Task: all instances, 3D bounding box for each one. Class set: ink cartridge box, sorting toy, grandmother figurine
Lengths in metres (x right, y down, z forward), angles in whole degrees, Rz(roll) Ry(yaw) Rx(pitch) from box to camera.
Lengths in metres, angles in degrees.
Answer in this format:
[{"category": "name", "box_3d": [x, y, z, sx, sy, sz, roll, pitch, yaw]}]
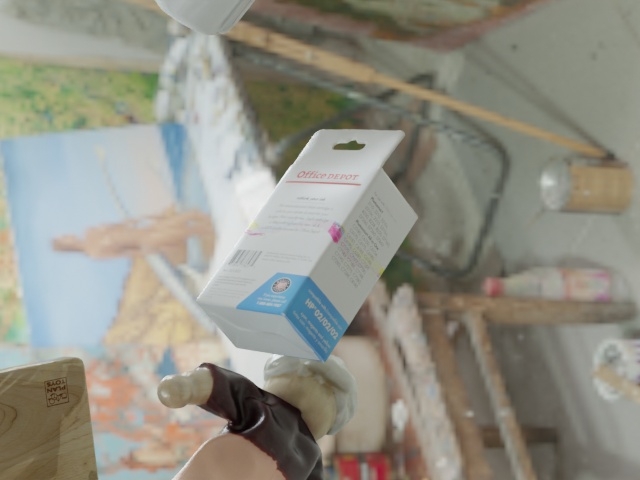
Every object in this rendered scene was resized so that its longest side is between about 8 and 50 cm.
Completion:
[{"category": "ink cartridge box", "box_3d": [0.000, 0.000, 1.144, 0.104, 0.061, 0.181, 6, 53, 47]}, {"category": "sorting toy", "box_3d": [-0.331, 0.250, 1.342, 0.089, 0.257, 0.255, 0, 98, 52]}, {"category": "grandmother figurine", "box_3d": [-0.062, 0.189, 1.219, 0.104, 0.342, 0.208, -19, 107, 32]}]

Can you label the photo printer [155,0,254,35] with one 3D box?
[{"category": "photo printer", "box_3d": [-0.072, -0.371, 1.347, 0.307, 0.107, 0.256, -49, 46, 17]}]
